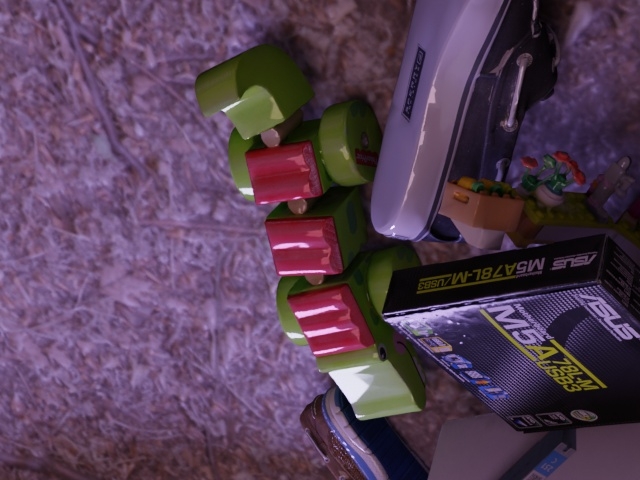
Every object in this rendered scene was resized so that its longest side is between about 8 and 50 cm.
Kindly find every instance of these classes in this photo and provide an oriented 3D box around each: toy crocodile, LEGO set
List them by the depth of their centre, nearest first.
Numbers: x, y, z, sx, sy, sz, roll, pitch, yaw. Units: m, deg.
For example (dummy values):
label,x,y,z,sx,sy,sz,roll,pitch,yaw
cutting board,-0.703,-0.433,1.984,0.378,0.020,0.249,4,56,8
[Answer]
label,x,y,z,sx,sy,sz,roll,pitch,yaw
LEGO set,0.228,-0.019,1.210,0.287,0.132,0.107,27,120,-15
toy crocodile,0.000,0.000,1.336,0.115,0.105,0.341,-8,114,27

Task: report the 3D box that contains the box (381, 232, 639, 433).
label,x,y,z,sx,sy,sz,roll,pitch,yaw
box,0.170,0.072,1.188,0.184,0.045,0.190,-8,143,41

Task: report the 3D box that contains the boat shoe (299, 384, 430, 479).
label,x,y,z,sx,sy,sz,roll,pitch,yaw
boat shoe,0.049,0.209,1.461,0.066,0.066,0.183,-29,93,38

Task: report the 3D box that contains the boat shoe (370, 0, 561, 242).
label,x,y,z,sx,sy,sz,roll,pitch,yaw
boat shoe,0.124,-0.133,1.218,0.102,0.108,0.301,8,111,-18

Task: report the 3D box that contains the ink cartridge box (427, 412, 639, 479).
label,x,y,z,sx,sy,sz,roll,pitch,yaw
ink cartridge box,0.195,0.235,1.216,0.296,0.261,0.066,-15,133,38
